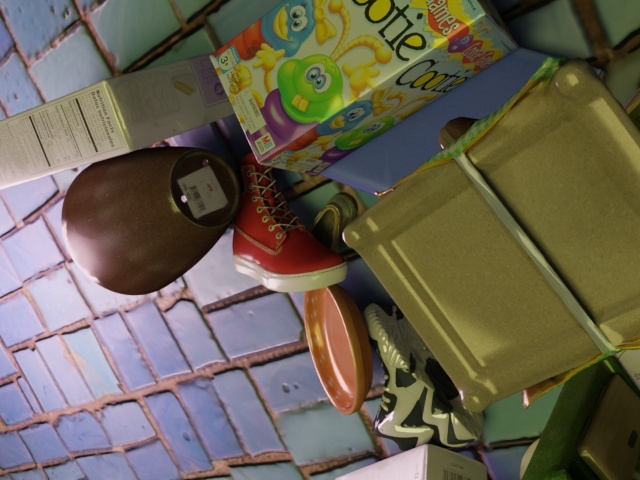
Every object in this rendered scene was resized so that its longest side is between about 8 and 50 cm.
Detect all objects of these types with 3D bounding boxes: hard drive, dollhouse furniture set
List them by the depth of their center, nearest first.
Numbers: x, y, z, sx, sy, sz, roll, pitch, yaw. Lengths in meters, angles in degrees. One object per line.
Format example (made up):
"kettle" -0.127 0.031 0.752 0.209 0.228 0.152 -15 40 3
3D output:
"dollhouse furniture set" 0.186 0.043 0.505 0.197 0.151 0.301 -36 89 40
"hard drive" 0.131 -0.138 0.917 0.319 0.040 0.210 23 99 24

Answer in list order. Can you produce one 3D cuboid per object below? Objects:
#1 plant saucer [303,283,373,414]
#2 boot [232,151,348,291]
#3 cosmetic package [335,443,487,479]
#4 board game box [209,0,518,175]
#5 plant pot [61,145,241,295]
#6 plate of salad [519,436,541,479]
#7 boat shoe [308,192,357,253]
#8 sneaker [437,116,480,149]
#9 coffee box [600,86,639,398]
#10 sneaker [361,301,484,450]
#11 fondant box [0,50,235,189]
"plant saucer" 0.027 0.146 1.125 0.200 0.037 0.199 168 90 -73
"boot" -0.056 -0.031 1.081 0.244 0.088 0.176 15 114 53
"cosmetic package" 0.123 0.375 1.154 0.117 0.085 0.231 26 143 -23
"board game box" 0.045 -0.204 0.856 0.275 0.142 0.144 -31 77 23
"plant pot" -0.217 -0.044 1.111 0.230 0.215 0.215 -17 102 51
"plate of salad" 0.356 0.339 1.041 0.200 0.048 0.199 16 121 29
"boat shoe" 0.002 0.001 1.118 0.056 0.048 0.153 40 129 12
"sneaker" 0.174 -0.054 0.535 0.188 0.066 0.071 29 109 16
"coffee box" 0.394 -0.019 0.645 0.338 0.338 0.334 43 130 9
"sneaker" 0.103 0.210 1.120 0.235 0.094 0.153 48 122 -7
"fondant box" -0.304 -0.168 1.123 0.330 0.238 0.096 -7 106 37
